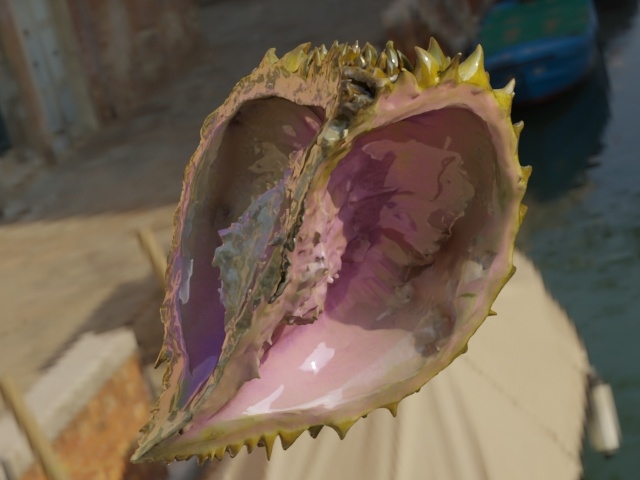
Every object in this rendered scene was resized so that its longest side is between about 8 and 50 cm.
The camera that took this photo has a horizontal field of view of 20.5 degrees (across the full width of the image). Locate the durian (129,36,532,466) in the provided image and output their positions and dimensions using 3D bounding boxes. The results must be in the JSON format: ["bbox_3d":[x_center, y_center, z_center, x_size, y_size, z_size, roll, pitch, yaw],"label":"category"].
[{"bbox_3d":[0.001,0.002,0.733,0.165,0.182,0.132,4,17,18],"label":"durian"}]
